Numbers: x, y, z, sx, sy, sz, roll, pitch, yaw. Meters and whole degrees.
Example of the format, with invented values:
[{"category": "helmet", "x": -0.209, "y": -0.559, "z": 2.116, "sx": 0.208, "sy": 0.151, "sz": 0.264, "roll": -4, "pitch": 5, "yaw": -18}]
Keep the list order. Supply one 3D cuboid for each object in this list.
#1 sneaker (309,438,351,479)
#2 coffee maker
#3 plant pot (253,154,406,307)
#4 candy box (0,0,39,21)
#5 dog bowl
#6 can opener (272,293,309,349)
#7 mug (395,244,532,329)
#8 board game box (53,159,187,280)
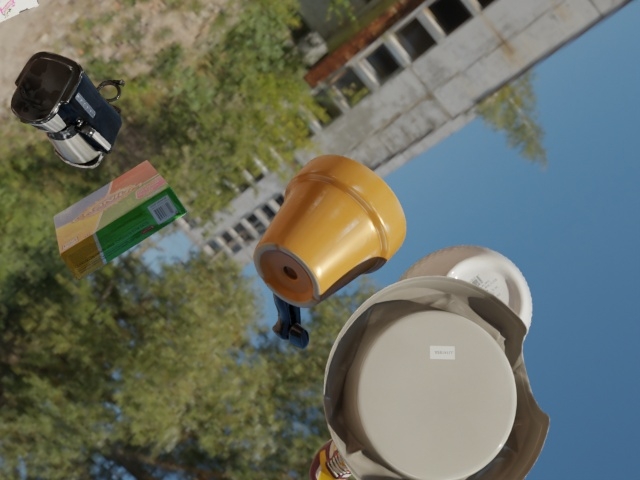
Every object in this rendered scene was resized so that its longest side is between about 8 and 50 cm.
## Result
[{"category": "sneaker", "x": 0.042, "y": 0.354, "z": 1.415, "sx": 0.185, "sy": 0.069, "sz": 0.084, "roll": -47, "pitch": 178, "yaw": 17}, {"category": "coffee maker", "x": -0.409, "y": -0.230, "z": 1.407, "sx": 0.178, "sy": 0.120, "sz": 0.171, "roll": 67, "pitch": 24, "yaw": -68}, {"category": "plant pot", "x": 0.000, "y": 0.000, "z": 1.355, "sx": 0.188, "sy": 0.205, "sz": 0.205, "roll": -47, "pitch": -167, "yaw": -35}, {"category": "candy box", "x": -0.596, "y": -0.481, "z": 1.502, "sx": 0.070, "sy": 0.196, "sz": 0.165, "roll": 8, "pitch": -146, "yaw": 24}, {"category": "dog bowl", "x": 0.164, "y": 0.232, "z": 1.292, "sx": 0.349, "sy": 0.349, "sz": 0.102, "roll": -47, "pitch": -179, "yaw": -17}, {"category": "can opener", "x": -0.053, "y": 0.119, "z": 1.500, "sx": 0.186, "sy": 0.073, "sz": 0.059, "roll": 82, "pitch": 31, "yaw": -49}, {"category": "mug", "x": 0.243, "y": 0.166, "z": 1.738, "sx": 0.374, "sy": 0.276, "sz": 0.328, "roll": -26, "pitch": 170, "yaw": -10}, {"category": "board game box", "x": -0.414, "y": -0.051, "z": 1.740, "sx": 0.242, "sy": 0.064, "sz": 0.316, "roll": -33, "pitch": -158, "yaw": -9}]
